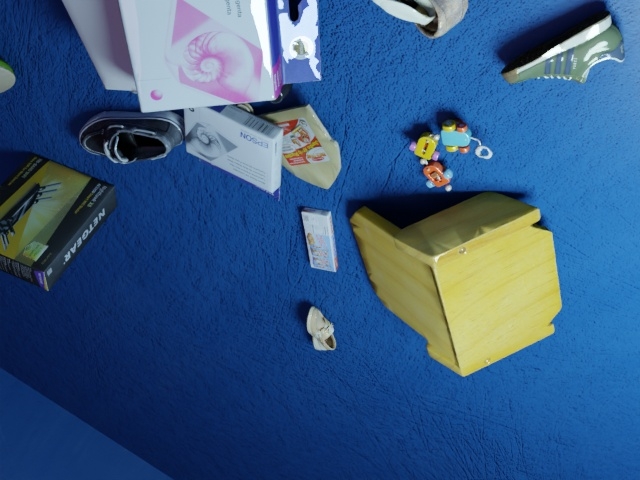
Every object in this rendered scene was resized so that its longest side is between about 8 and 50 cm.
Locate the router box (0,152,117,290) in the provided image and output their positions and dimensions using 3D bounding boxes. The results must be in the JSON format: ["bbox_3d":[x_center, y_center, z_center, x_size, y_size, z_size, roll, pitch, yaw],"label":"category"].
[{"bbox_3d":[-0.683,-0.052,1.865,0.243,0.309,0.081,21,141,7],"label":"router box"}]

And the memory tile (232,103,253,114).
[{"bbox_3d":[-0.154,-0.222,1.599,0.113,0.012,0.148,3,133,44],"label":"memory tile"}]

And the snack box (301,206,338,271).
[{"bbox_3d":[0.000,0.000,1.757,0.064,0.022,0.178,10,137,19],"label":"snack box"}]

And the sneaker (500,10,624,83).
[{"bbox_3d":[0.387,-0.277,1.212,0.192,0.064,0.086,-25,113,40],"label":"sneaker"}]

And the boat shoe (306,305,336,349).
[{"bbox_3d":[0.007,0.227,1.966,0.059,0.063,0.170,8,145,19],"label":"boat shoe"}]

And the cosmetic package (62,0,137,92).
[{"bbox_3d":[-0.352,-0.455,1.362,0.197,0.155,0.365,12,139,31],"label":"cosmetic package"}]

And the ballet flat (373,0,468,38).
[{"bbox_3d":[0.090,-0.427,1.178,0.316,0.106,0.107,36,165,-7],"label":"ballet flat"}]

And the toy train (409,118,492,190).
[{"bbox_3d":[0.240,-0.167,1.432,0.125,0.046,0.166,40,142,-15],"label":"toy train"}]

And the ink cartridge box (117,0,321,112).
[{"bbox_3d":[-0.162,-0.381,1.269,0.330,0.071,0.324,-7,128,-4],"label":"ink cartridge box"}]

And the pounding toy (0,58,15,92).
[{"bbox_3d":[-0.792,-0.409,1.699,0.183,0.110,0.237,-13,171,2],"label":"pounding toy"}]

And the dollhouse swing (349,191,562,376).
[{"bbox_3d":[0.279,0.047,1.621,0.315,0.305,0.347,-25,127,-5],"label":"dollhouse swing"}]

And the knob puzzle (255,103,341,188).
[{"bbox_3d":[-0.028,-0.188,1.554,0.213,0.030,0.213,26,146,19],"label":"knob puzzle"}]

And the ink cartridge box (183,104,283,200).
[{"bbox_3d":[-0.184,-0.188,1.609,0.223,0.045,0.224,26,145,15],"label":"ink cartridge box"}]

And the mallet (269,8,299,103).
[{"bbox_3d":[-0.056,-0.346,1.423,0.039,0.062,0.189,24,125,3],"label":"mallet"}]

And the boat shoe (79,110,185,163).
[{"bbox_3d":[-0.437,-0.219,1.711,0.301,0.102,0.108,2,133,28],"label":"boat shoe"}]
